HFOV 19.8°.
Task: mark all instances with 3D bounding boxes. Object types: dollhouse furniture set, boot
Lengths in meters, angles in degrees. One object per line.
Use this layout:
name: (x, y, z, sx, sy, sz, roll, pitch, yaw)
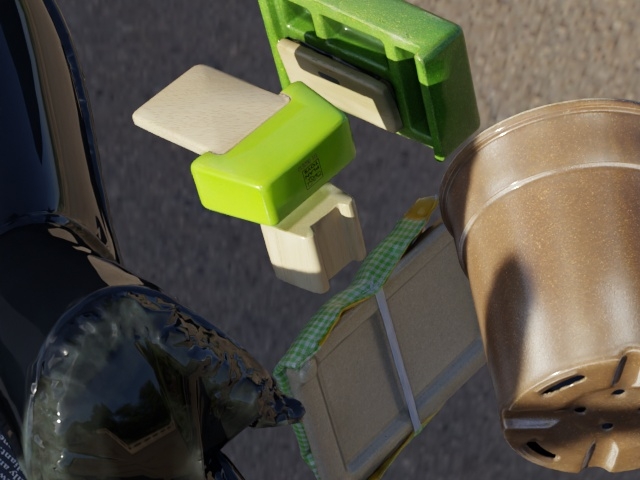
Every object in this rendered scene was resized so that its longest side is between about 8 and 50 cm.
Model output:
dollhouse furniture set: (0.000, 0.000, 1.225, 0.151, 0.301, 0.197, 27, 56, 37)
boot: (-0.092, -0.002, 0.625, 0.094, 0.207, 0.246, -24, 110, -16)

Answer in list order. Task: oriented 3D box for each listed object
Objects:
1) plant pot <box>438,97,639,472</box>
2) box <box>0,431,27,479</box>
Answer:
plant pot: (0.158, 0.034, 1.053, 0.167, 0.167, 0.165, 0, 54, -5)
box: (-0.270, 0.240, 1.042, 0.183, 0.296, 0.294, 44, 26, -2)
